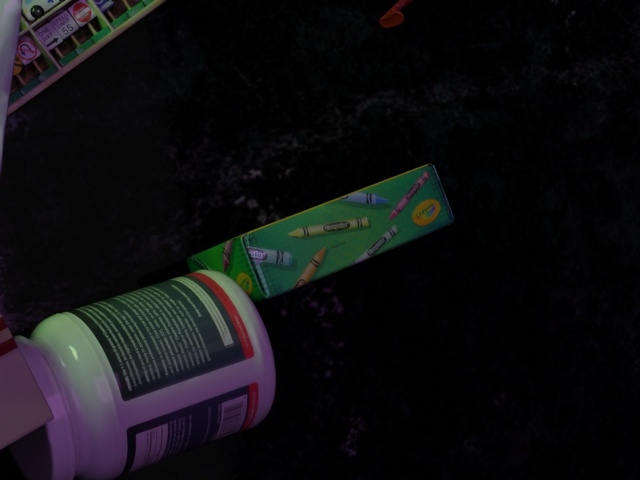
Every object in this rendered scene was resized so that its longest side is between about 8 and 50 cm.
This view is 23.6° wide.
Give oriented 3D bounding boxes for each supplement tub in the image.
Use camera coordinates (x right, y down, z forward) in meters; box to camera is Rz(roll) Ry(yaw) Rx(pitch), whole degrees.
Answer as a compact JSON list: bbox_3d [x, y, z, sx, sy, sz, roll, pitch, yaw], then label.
[{"bbox_3d":[-0.205,0.153,1.687,0.272,0.191,0.191,-17,88,-29],"label":"supplement tub"}]

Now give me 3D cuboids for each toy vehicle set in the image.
[{"bbox_3d":[-0.323,-0.280,1.795,0.267,0.035,0.166,-42,101,-27],"label":"toy vehicle set"}]

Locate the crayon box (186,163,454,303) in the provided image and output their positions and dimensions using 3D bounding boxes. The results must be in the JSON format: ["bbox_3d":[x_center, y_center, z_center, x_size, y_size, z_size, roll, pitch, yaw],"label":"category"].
[{"bbox_3d":[0.000,0.000,1.837,0.278,0.165,0.081,-21,91,-29],"label":"crayon box"}]

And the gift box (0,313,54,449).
[{"bbox_3d":[-0.471,0.144,1.527,0.258,0.255,0.276,-31,89,-38],"label":"gift box"}]

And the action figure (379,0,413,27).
[{"bbox_3d":[0.180,-0.405,2.029,0.091,0.139,0.280,49,61,-12],"label":"action figure"}]

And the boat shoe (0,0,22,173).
[{"bbox_3d":[-0.417,-0.145,1.649,0.157,0.136,0.367,8,96,-15],"label":"boat shoe"}]
